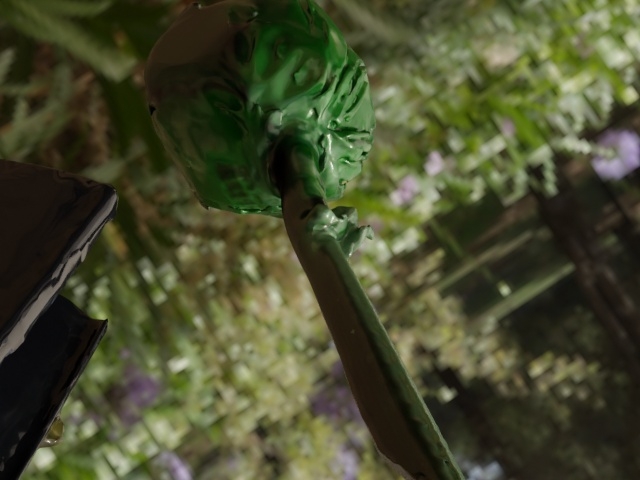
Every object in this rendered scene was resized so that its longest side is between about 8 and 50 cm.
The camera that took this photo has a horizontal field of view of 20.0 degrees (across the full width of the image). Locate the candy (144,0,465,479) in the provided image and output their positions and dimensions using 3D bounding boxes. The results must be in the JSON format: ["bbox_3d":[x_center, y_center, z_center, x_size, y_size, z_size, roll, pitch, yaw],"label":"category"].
[{"bbox_3d":[0.002,0.001,0.645,0.097,0.097,0.323,-34,-147,7],"label":"candy"}]

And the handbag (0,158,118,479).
[{"bbox_3d":[-0.243,0.048,0.455,0.329,0.303,0.122,-62,167,-49],"label":"handbag"}]
